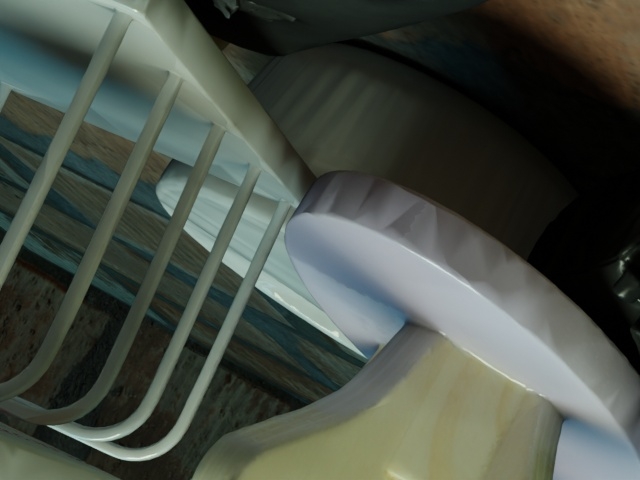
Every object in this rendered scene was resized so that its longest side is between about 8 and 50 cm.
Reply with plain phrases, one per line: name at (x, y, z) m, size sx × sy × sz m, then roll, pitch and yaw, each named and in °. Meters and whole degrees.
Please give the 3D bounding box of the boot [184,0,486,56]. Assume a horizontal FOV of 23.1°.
boot at (-0.051, -0.190, 0.466) m, size 0.367 × 0.146 × 0.445 m, roll 39°, pitch 172°, yaw -23°

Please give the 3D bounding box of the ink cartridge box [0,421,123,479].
ink cartridge box at (-0.187, 0.114, 0.611) m, size 0.176 × 0.127 × 0.128 m, roll 19°, pitch 170°, yaw 29°

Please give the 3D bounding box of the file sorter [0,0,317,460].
file sorter at (-0.146, -0.023, 0.686) m, size 0.193 × 0.173 × 0.278 m, roll 22°, pitch 171°, yaw 16°

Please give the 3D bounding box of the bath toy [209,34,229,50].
bath toy at (-0.196, -0.204, 0.830) m, size 0.348 × 0.129 × 0.151 m, roll 28°, pitch 124°, yaw 10°

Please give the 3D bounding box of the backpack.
backpack at (0.205, 0.042, 0.783) m, size 0.182 × 0.115 × 0.152 m, roll 37°, pitch 170°, yaw -9°

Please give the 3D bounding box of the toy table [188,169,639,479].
toy table at (0.047, 0.109, 0.769) m, size 0.274 × 0.161 × 0.252 m, roll 42°, pitch 160°, yaw -32°

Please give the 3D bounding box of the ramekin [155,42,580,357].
ramekin at (0.042, -0.011, 0.971) m, size 0.273 × 0.127 × 0.273 m, roll 30°, pitch 168°, yaw 7°
